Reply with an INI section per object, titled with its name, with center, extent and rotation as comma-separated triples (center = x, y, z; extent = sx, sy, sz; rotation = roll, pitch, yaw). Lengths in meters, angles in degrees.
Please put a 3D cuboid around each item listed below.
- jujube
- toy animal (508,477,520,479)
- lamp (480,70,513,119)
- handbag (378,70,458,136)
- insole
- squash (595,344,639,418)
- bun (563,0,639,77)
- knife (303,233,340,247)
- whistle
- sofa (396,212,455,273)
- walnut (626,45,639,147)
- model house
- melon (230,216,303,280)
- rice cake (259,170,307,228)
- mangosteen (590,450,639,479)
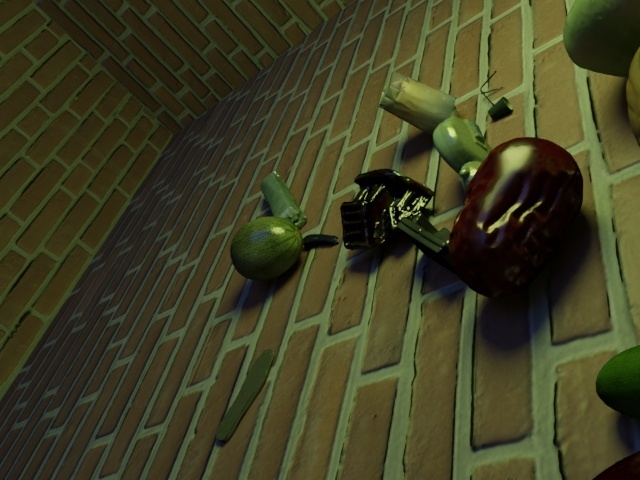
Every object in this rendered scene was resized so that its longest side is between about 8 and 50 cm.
[jujube]
center = 0.265, -0.033, 0.843
extent = 0.230, 0.155, 0.155
rotation = -53, 27, -17
[toy animal]
center = 0.208, 0.280, 0.597
extent = 0.217, 0.041, 0.075
rotation = -1, 69, 53
[lamp]
center = 0.347, -0.282, 1.218
extent = 0.054, 0.041, 0.121
rotation = -38, 29, 35
[handbag]
center = 0.210, -0.281, 1.283
extent = 0.117, 0.173, 0.095
rotation = -70, 4, -57
[insole]
center = -0.137, 0.285, 1.134
extent = 0.063, 0.010, 0.192
rotation = -9, 45, 52
[squash]
center = 0.383, 0.121, 0.530
extent = 0.292, 0.082, 0.082
rotation = -13, 40, 47
[bun]
center = 0.503, -0.324, 0.854
extent = 0.293, 0.293, 0.187
rotation = -38, 69, 15
[knife]
center = 0.000, 0.000, 1.335
extent = 0.121, 0.018, 0.031
rotation = -1, 43, 54
[whistle]
center = 0.260, -0.126, 1.037
extent = 0.067, 0.126, 0.258
rotation = -44, 37, 34
[sofa]
center = 0.194, -0.002, 0.980
extent = 0.060, 0.085, 0.147
rotation = -48, 26, 1
[walnut]
center = 0.486, -0.200, 0.648
extent = 0.313, 0.252, 0.277
rotation = -49, 28, -7
[model house]
center = 0.112, -0.048, 1.140
extent = 0.165, 0.106, 0.152
rotation = -7, 43, 58
[melon]
center = -0.126, 0.019, 1.354
extent = 0.192, 0.139, 0.139
rotation = -24, 33, 31
[rice cake]
center = -0.105, -0.108, 1.593
extent = 0.066, 0.063, 0.336
rotation = -46, 26, 8
[mangosteen]
center = 0.236, 0.246, 0.316
extent = 0.297, 0.293, 0.297
rotation = -162, 90, -86
